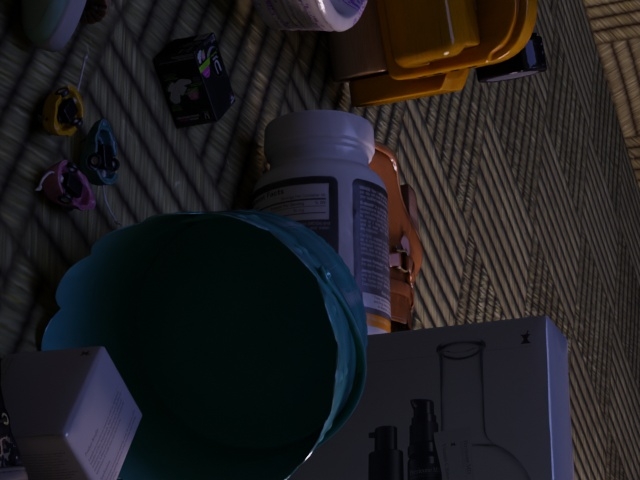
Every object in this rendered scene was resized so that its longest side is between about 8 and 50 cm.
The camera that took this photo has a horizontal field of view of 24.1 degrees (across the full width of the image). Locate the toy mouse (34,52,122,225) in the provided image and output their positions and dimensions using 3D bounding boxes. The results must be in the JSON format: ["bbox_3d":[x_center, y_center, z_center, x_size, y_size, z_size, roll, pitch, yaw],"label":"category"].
[{"bbox_3d":[-0.225,-0.069,1.393,0.161,0.031,0.143,-72,146,-48],"label":"toy mouse"}]

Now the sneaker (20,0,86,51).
[{"bbox_3d":[-0.279,-0.288,1.298,0.151,0.094,0.256,-8,114,-34],"label":"sneaker"}]

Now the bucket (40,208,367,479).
[{"bbox_3d":[-0.091,0.097,1.368,0.183,0.281,0.281,-19,100,-73],"label":"bucket"}]

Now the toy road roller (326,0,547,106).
[{"bbox_3d":[0.125,-0.297,1.969,0.240,0.329,0.203,-10,92,-59],"label":"toy road roller"}]

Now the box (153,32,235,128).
[{"bbox_3d":[-0.135,-0.173,1.625,0.062,0.052,0.083,-57,136,-57],"label":"box"}]

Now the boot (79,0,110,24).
[{"bbox_3d":[-0.233,-0.294,1.427,0.085,0.059,0.158,-74,156,-52],"label":"boot"}]

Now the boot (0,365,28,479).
[{"bbox_3d":[-0.302,0.104,1.085,0.236,0.085,0.179,22,57,-63],"label":"boot"}]

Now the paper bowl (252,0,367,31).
[{"bbox_3d":[-0.032,-0.393,1.792,0.284,0.148,0.284,3,90,-71],"label":"paper bowl"}]

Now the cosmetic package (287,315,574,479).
[{"bbox_3d":[0.069,0.242,1.552,0.097,0.377,0.285,44,42,-58],"label":"cosmetic package"}]

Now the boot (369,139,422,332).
[{"bbox_3d":[0.054,0.002,1.964,0.283,0.109,0.220,47,41,-58],"label":"boot"}]

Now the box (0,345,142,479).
[{"bbox_3d":[-0.219,0.154,1.238,0.101,0.101,0.087,-72,149,-46],"label":"box"}]

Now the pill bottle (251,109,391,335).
[{"bbox_3d":[0.000,0.000,1.753,0.162,0.162,0.279,34,52,-62],"label":"pill bottle"}]
